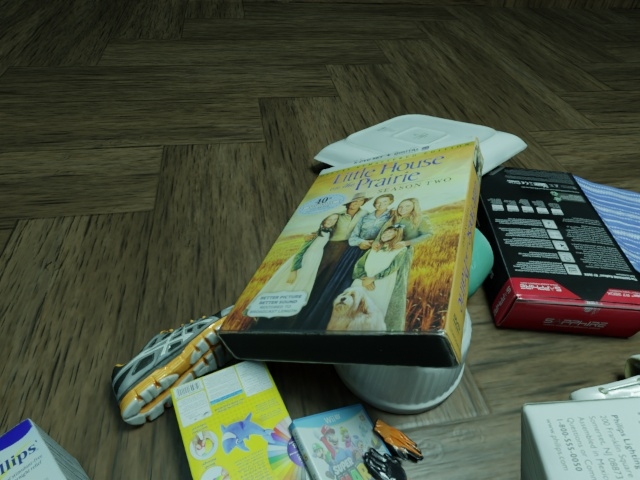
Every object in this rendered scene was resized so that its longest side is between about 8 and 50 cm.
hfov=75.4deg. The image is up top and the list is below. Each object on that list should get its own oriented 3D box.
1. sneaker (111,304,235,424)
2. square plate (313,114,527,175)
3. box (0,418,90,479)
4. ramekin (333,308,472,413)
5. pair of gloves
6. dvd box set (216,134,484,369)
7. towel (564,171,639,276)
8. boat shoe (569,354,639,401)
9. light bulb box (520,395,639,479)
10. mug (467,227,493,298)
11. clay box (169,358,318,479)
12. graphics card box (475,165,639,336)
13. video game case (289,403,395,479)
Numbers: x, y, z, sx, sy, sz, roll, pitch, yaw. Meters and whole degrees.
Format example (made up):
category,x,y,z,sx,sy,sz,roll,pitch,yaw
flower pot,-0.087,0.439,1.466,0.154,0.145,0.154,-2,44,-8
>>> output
category,x,y,z,sx,sy,sz,roll,pitch,yaw
sneaker,-0.191,0.151,0.581,0.083,0.084,0.214,30,48,34
square plate,0.219,-0.213,0.926,0.347,0.049,0.344,-29,40,-33
box,-0.272,0.272,0.413,0.137,0.126,0.072,34,53,28
ramekin,0.119,0.131,0.609,0.207,0.109,0.207,3,43,-3
pair of gloves,0.092,0.268,0.512,0.074,0.010,0.083,32,27,9
dvd box set,0.071,-0.006,0.622,0.307,0.062,0.421,-6,36,31
towel,0.651,-0.013,0.832,0.243,0.040,0.336,12,43,-8
boat shoe,0.478,0.200,0.577,0.276,0.098,0.096,-12,47,-15
light bulb box,0.371,0.309,0.268,0.360,0.225,0.358,-10,37,14
mug,0.202,0.030,0.688,0.097,0.158,0.129,-40,24,-33
clay box,-0.088,0.260,0.495,0.127,0.053,0.222,-15,48,-22
graphics card box,0.414,-0.001,0.784,0.232,0.094,0.371,4,45,-1
video game case,0.047,0.276,0.482,0.119,0.015,0.166,6,36,-40
